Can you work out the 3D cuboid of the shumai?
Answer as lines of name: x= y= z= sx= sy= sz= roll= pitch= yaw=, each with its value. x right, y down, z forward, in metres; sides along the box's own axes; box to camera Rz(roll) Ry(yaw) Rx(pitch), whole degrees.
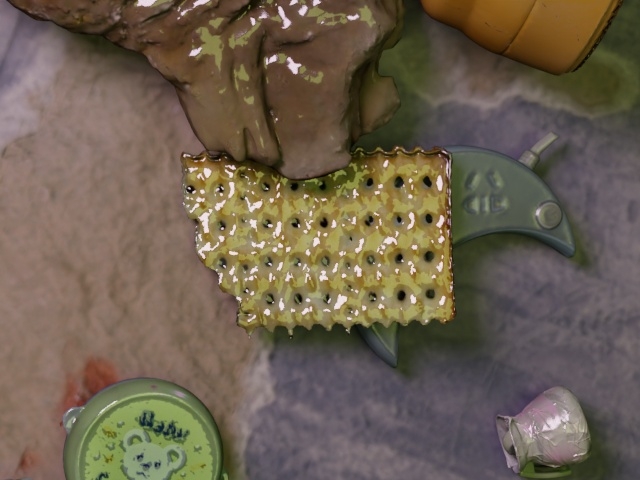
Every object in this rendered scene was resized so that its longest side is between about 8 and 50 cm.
shumai: x=-0.063 y=-0.205 z=1.296 sx=0.346 sy=0.217 sz=0.283 roll=-28 pitch=128 yaw=-4

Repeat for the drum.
drum: x=-0.141 y=0.225 z=1.323 sx=0.130 sy=0.049 sz=0.253 roll=9 pitch=94 yaw=-16

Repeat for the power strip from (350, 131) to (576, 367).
power strip: x=0.106 y=-0.009 z=1.389 sx=0.216 sy=0.044 sz=0.137 roll=-33 pitch=100 yaw=-13

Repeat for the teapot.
teapot: x=0.174 y=0.158 z=1.412 sx=0.064 sy=0.064 sz=0.083 roll=-17 pitch=128 yaw=-8

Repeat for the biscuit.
biscuit: x=0.000 y=0.000 z=1.337 sx=0.203 sy=0.016 sz=0.144 roll=-3 pitch=86 yaw=0

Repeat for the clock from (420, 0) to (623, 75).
clock: x=0.171 y=-0.286 z=1.304 sx=0.200 sy=0.244 sz=0.317 roll=17 pitch=92 yaw=-1

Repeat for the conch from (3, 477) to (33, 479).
conch: x=-0.213 y=0.230 z=1.248 sx=0.153 sy=0.102 sz=0.135 roll=8 pitch=76 yaw=13
